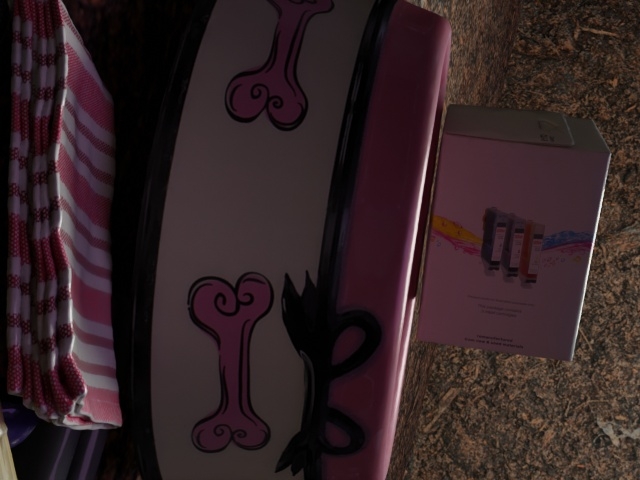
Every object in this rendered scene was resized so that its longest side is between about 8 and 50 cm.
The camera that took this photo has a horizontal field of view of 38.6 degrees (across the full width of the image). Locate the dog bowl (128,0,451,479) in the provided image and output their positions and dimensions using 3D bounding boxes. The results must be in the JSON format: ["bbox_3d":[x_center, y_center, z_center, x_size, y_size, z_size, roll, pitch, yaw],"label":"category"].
[{"bbox_3d":[0.000,0.000,0.671,0.408,0.150,0.408,9,90,-83],"label":"dog bowl"}]

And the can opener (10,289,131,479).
[{"bbox_3d":[-0.147,0.161,0.502,0.074,0.093,0.280,63,36,-74],"label":"can opener"}]

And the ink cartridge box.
[{"bbox_3d":[0.154,-0.013,0.752,0.128,0.127,0.176,-63,160,-69],"label":"ink cartridge box"}]

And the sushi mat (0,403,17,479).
[{"bbox_3d":[-0.165,0.219,0.362,0.151,0.019,0.317,-22,112,-40],"label":"sushi mat"}]

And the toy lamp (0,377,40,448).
[{"bbox_3d":[-0.186,0.198,0.407,0.080,0.080,0.275,22,79,-75],"label":"toy lamp"}]

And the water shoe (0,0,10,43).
[{"bbox_3d":[-0.146,-0.102,0.294,0.203,0.080,0.073,47,57,-72],"label":"water shoe"}]

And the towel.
[{"bbox_3d":[-0.113,-0.012,0.431,0.144,0.029,0.197,104,-17,-76],"label":"towel"}]
